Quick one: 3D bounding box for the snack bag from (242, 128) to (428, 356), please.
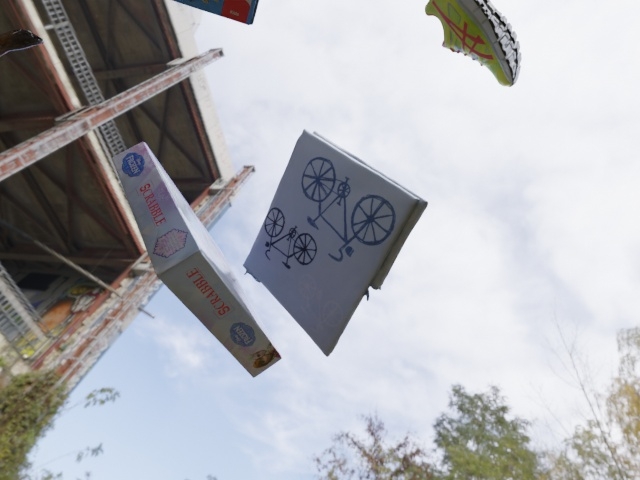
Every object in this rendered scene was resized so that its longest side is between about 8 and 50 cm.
[{"bbox_3d":[0.000,0.000,0.812,0.323,0.037,0.343,40,-68,38],"label":"snack bag"}]

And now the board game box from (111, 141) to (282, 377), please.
[{"bbox_3d":[-0.207,0.035,0.731,0.066,0.318,0.319,-32,-41,-9],"label":"board game box"}]

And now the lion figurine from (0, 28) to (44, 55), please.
[{"bbox_3d":[-0.410,-0.147,0.266,0.142,0.240,0.392,-15,-23,40],"label":"lion figurine"}]

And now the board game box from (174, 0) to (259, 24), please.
[{"bbox_3d":[-0.236,-0.429,0.557,0.308,0.302,0.086,7,-45,-23],"label":"board game box"}]

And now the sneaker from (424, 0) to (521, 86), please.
[{"bbox_3d":[0.253,-0.337,0.711,0.208,0.081,0.094,50,-39,-13],"label":"sneaker"}]
